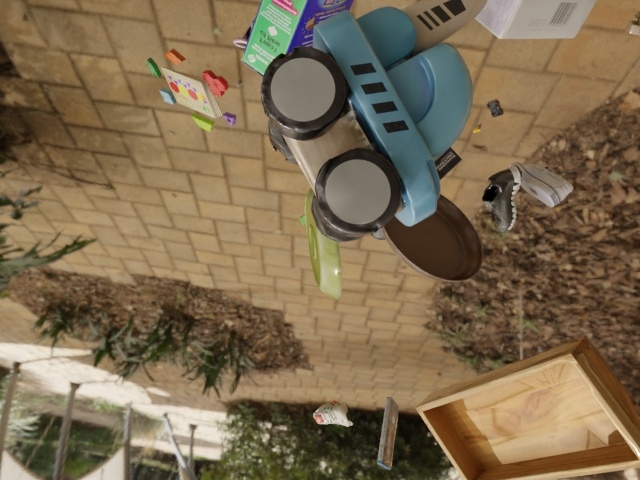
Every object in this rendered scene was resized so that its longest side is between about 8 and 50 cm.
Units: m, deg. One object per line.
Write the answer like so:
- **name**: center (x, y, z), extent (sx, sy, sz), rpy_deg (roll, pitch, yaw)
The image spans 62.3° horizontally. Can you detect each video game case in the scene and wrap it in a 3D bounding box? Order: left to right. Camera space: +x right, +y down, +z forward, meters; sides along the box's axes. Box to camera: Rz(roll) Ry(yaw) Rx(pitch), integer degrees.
- **video game case**: center (0.181, 0.511, 1.402), extent (0.015, 0.166, 0.119), rpy_deg (2, 152, 20)

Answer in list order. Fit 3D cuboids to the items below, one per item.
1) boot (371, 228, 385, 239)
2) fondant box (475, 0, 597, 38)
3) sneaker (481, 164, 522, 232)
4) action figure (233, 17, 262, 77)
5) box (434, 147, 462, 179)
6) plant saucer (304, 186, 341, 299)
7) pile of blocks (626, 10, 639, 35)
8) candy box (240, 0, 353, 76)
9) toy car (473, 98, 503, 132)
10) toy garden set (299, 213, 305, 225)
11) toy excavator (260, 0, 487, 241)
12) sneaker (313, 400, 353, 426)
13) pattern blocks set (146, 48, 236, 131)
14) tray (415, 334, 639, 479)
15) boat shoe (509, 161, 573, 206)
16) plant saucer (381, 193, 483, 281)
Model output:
- **boot**: center (0.189, -0.069, 1.634), extent (0.338, 0.118, 0.222), rpy_deg (-13, 151, -19)
- **fondant box**: center (0.397, -0.570, 1.168), extent (0.238, 0.330, 0.096), rpy_deg (-12, 142, -28)
- **sneaker**: center (0.525, -0.114, 1.568), extent (0.106, 0.078, 0.234), rpy_deg (-14, 132, -5)
- **action figure**: center (-0.158, -0.659, 2.026), extent (0.248, 0.275, 0.370), rpy_deg (29, 150, 12)
- **box**: center (0.256, -0.219, 1.325), extent (0.116, 0.029, 0.162), rpy_deg (-43, 98, 11)
- **plant saucer**: center (0.000, 0.000, 1.044), extent (0.037, 0.241, 0.241), rpy_deg (-8, 152, -6)
- **pile of blocks**: center (0.910, -0.595, 1.372), extent (0.149, 0.362, 0.112), rpy_deg (36, 131, 34)
- **candy box**: center (-0.032, -0.576, 1.315), extent (0.122, 0.268, 0.317), rpy_deg (37, 131, 9)
- **toy car**: center (0.492, -0.379, 1.582), extent (0.060, 0.040, 0.122), rpy_deg (36, 139, -18)
- **toy garden set**: center (0.065, -0.129, 1.213), extent (0.049, 0.204, 0.244), rpy_deg (59, 156, 0)
- **toy excavator**: center (0.121, -0.261, 0.755), extent (0.445, 0.432, 0.222), rpy_deg (-28, 178, -4)
- **sneaker**: center (0.028, 0.453, 1.356), extent (0.075, 0.057, 0.161), rpy_deg (-17, 177, -18)
- **pattern blocks set**: center (-0.378, -0.440, 1.570), extent (0.325, 0.026, 0.285), rpy_deg (30, 155, 18)
- **tray**: center (0.379, 0.341, 0.998), extent (0.076, 0.202, 0.411), rpy_deg (-26, 168, -40)
- **boat shoe**: center (0.655, -0.181, 1.575), extent (0.084, 0.258, 0.095), rpy_deg (-34, 122, 8)
- **plant saucer**: center (0.275, -0.017, 1.356), extent (0.311, 0.310, 0.050), rpy_deg (18, 137, -17)
